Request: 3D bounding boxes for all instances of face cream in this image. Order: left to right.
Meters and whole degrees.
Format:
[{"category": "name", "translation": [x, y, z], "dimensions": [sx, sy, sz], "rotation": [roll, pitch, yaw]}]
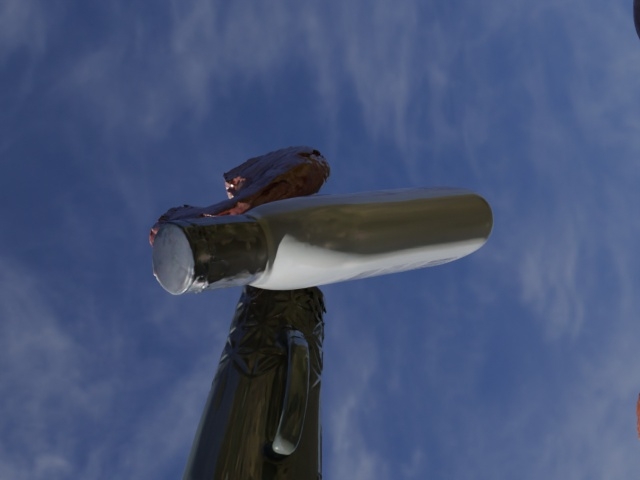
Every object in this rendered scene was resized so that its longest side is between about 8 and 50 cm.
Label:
[{"category": "face cream", "translation": [0.000, 0.000, 0.914], "dimensions": [0.291, 0.144, 0.071], "rotation": [-8, -92, -41]}]

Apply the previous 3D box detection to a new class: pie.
[{"category": "pie", "translation": [-0.089, -0.046, 1.324], "dimensions": [0.219, 0.204, 0.054], "rotation": [-38, -72, -42]}]

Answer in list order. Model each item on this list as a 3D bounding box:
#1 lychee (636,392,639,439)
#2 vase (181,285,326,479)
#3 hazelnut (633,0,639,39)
[{"category": "lychee", "translation": [0.425, 0.194, 1.370], "dimensions": [0.101, 0.114, 0.140], "rotation": [-11, -56, -31]}, {"category": "vase", "translation": [-0.057, 0.180, 1.277], "dimensions": [0.156, 0.251, 0.300], "rotation": [17, -126, -12]}, {"category": "hazelnut", "translation": [0.394, -0.241, 1.185], "dimensions": [0.143, 0.154, 0.143], "rotation": [-10, -77, -47]}]
